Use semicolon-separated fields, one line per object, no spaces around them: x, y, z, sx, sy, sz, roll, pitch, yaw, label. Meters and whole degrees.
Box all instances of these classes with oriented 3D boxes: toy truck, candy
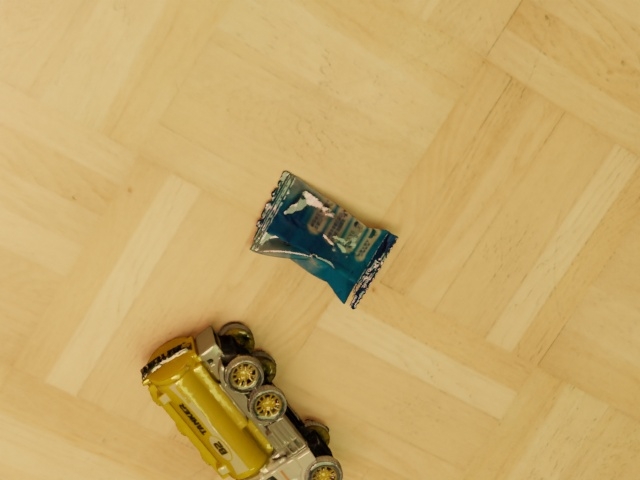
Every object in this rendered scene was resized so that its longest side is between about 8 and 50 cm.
-0.077;0.183;1.462;0.114;0.098;0.227;-35;112;4;toy truck
0.000;0.001;1.445;0.136;0.038;0.088;30;97;-13;candy
